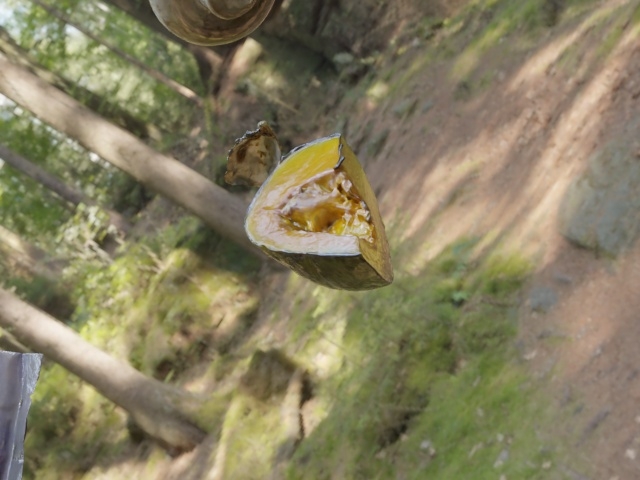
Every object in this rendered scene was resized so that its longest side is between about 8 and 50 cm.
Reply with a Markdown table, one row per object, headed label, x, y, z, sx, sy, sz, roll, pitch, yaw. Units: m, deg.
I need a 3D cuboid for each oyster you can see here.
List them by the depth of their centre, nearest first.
| label | x | y | z | sx | sy | sz | roll | pitch | yaw |
| --- | --- | --- | --- | --- | --- | --- | --- | --- | --- |
| oyster | -0.113 | -0.153 | 1.561 | 0.148 | 0.103 | 0.051 | -52 | 36 | 44 |

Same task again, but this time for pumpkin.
| label | x | y | z | sx | sy | sz | roll | pitch | yaw |
| --- | --- | --- | --- | --- | --- | --- | --- | --- | --- |
| pumpkin | 0.000 | 0.000 | 1.244 | 0.169 | 0.148 | 0.312 | -27 | 31 | 13 |

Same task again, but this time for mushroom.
| label | x | y | z | sx | sy | sz | roll | pitch | yaw |
| --- | --- | --- | --- | --- | --- | --- | --- | --- | --- |
| mushroom | -0.170 | -0.441 | 1.513 | 0.243 | 0.243 | 0.243 | -58 | -5 | -9 |

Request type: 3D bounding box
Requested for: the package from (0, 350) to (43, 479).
| label | x | y | z | sx | sy | sz | roll | pitch | yaw |
| --- | --- | --- | --- | --- | --- | --- | --- | --- | --- |
| package | -0.517 | 0.263 | 1.272 | 0.062 | 0.250 | 0.204 | 49 | -138 | -65 |
